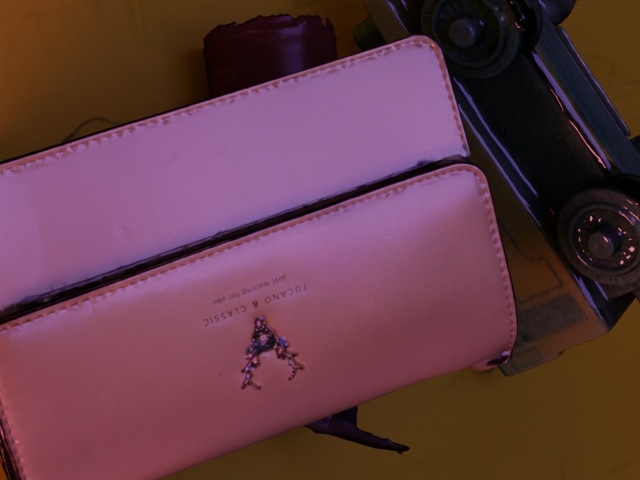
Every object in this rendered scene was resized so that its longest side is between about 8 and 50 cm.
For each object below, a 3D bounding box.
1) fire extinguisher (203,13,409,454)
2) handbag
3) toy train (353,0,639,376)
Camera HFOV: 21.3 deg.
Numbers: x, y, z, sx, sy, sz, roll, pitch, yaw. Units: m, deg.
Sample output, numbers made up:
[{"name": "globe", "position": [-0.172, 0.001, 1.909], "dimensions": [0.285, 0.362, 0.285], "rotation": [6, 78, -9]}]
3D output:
[{"name": "fire extinguisher", "position": [0.000, 0.000, 1.293], "dimensions": [0.147, 0.106, 0.337], "rotation": [-7, 84, -3]}, {"name": "handbag", "position": [-0.065, 0.023, 1.142], "dimensions": [0.358, 0.160, 0.237], "rotation": [-19, 98, -15]}, {"name": "toy train", "position": [0.152, -0.085, 1.379], "dimensions": [0.369, 0.237, 0.150], "rotation": [56, 44, -7]}]
